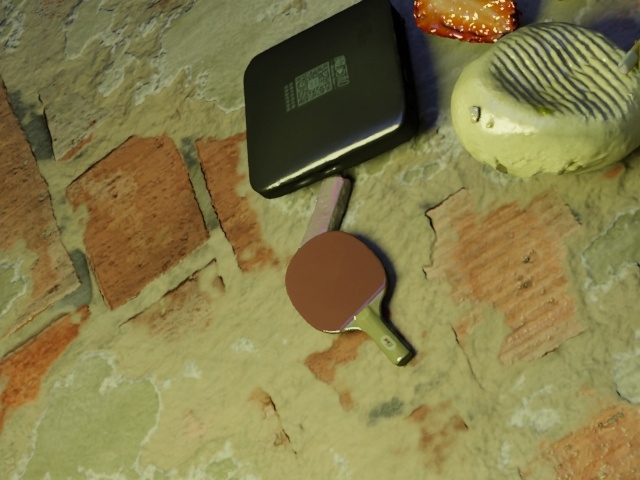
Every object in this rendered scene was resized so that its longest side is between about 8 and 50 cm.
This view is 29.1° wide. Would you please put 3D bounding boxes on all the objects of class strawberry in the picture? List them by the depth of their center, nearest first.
[{"bbox_3d":[0.225,-0.342,1.840,0.188,0.082,0.121,36,108,31],"label":"strawberry"}]

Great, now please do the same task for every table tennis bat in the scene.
[{"bbox_3d":[0.045,0.086,1.737,0.138,0.022,0.246,-42,57,1],"label":"table tennis bat"}]

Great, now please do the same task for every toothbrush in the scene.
[{"bbox_3d":[0.466,-0.304,1.621,0.024,0.021,0.288,10,47,48],"label":"toothbrush"}]

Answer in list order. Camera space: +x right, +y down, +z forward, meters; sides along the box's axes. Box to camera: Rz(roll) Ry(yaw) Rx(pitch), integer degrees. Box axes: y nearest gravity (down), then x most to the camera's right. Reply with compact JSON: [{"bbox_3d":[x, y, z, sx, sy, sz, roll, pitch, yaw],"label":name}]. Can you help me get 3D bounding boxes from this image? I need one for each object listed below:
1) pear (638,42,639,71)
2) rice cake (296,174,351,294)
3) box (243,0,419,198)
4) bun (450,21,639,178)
[{"bbox_3d":[0.523,-0.250,1.506,0.269,0.212,0.212,-18,55,0],"label":"pear"},{"bbox_3d":[0.000,0.000,1.822,0.047,0.036,0.206,1,66,44],"label":"rice cake"},{"bbox_3d":[0.011,-0.221,1.896,0.289,0.073,0.290,-24,49,21],"label":"box"},{"bbox_3d":[0.299,-0.175,1.633,0.259,0.160,0.259,-1,52,2],"label":"bun"}]
